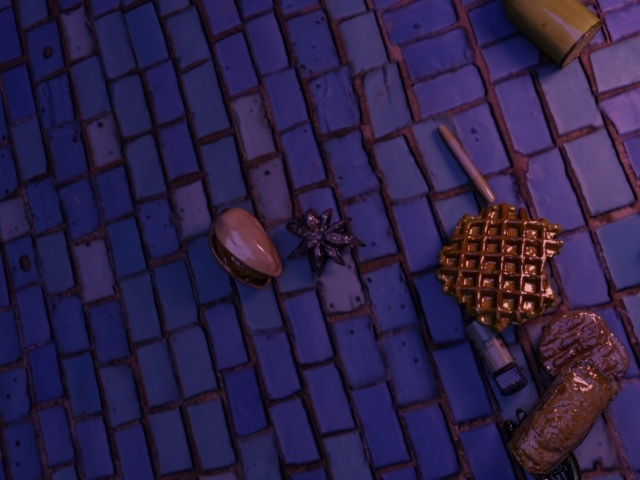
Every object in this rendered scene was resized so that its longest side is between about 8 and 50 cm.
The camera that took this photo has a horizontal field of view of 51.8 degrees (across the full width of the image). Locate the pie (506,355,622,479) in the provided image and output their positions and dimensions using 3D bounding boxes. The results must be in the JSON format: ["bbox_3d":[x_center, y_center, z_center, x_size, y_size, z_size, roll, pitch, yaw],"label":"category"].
[{"bbox_3d":[0.518,0.376,1.404,0.128,0.068,0.282,39,88,9],"label":"pie"}]

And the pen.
[{"bbox_3d":[0.349,-0.184,1.582,0.032,0.040,0.233,-32,71,9],"label":"pen"}]

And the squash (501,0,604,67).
[{"bbox_3d":[0.513,-0.524,1.518,0.132,0.132,0.247,-45,75,7],"label":"squash"}]

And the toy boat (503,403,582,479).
[{"bbox_3d":[0.495,0.465,1.453,0.104,0.052,0.210,-32,75,8],"label":"toy boat"}]

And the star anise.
[{"bbox_3d":[0.000,0.000,1.649,0.204,0.061,0.181,35,94,17],"label":"star anise"}]

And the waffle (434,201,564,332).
[{"bbox_3d":[0.412,0.055,1.485,0.281,0.058,0.301,28,74,21],"label":"waffle"}]

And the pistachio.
[{"bbox_3d":[-0.192,0.018,1.669,0.157,0.157,0.229,-40,80,9],"label":"pistachio"}]

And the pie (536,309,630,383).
[{"bbox_3d":[0.574,0.252,1.458,0.195,0.046,0.195,-2,82,15],"label":"pie"}]

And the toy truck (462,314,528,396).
[{"bbox_3d":[0.393,0.251,1.489,0.074,0.088,0.202,-31,76,10],"label":"toy truck"}]
